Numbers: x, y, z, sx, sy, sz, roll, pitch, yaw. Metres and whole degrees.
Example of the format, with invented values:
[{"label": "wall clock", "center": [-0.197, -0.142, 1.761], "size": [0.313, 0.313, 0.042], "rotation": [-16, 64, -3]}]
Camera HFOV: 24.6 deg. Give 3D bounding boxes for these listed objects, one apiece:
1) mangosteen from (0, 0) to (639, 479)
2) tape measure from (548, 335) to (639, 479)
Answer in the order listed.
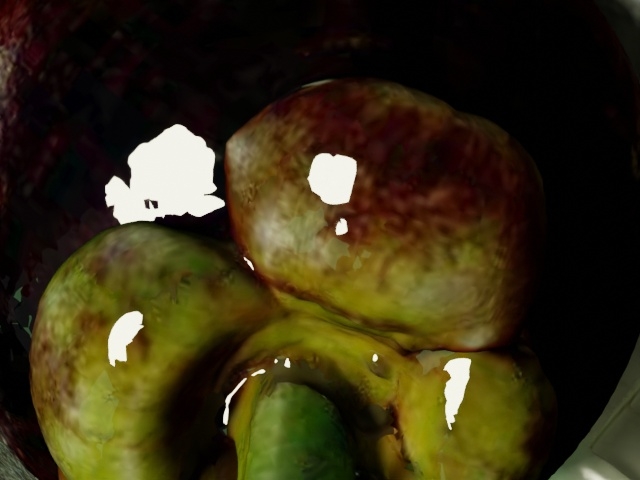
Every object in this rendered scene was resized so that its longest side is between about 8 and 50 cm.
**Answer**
[{"label": "mangosteen", "center": [-0.007, -0.012, 0.568], "size": [0.297, 0.297, 0.313], "rotation": [45, 168, 3]}, {"label": "tape measure", "center": [0.149, 0.157, 0.773], "size": [0.258, 0.130, 0.265], "rotation": [8, 129, 49]}]
